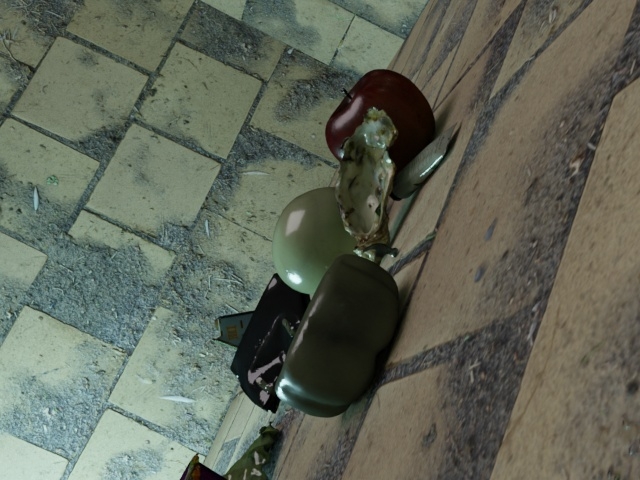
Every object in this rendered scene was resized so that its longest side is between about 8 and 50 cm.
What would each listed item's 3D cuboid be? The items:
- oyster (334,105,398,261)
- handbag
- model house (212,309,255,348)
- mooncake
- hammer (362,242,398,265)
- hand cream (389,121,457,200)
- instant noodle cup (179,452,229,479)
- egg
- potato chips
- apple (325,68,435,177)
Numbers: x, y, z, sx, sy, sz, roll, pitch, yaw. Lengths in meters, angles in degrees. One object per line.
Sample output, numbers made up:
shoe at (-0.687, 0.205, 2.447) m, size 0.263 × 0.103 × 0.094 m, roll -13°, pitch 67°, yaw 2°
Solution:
oyster at (0.110, -0.115, 1.622) m, size 0.166 × 0.094 × 0.294 m, roll 40°, pitch 123°, yaw 48°
handbag at (-0.099, 0.264, 2.046) m, size 0.288 × 0.152 × 0.342 m, roll -124°, pitch 56°, yaw -71°
model house at (-0.170, 0.304, 2.346) m, size 0.178 × 0.271 × 0.206 m, roll 141°, pitch 119°, yaw -75°
mooncake at (0.028, 0.154, 1.293) m, size 0.275 × 0.135 × 0.275 m, roll -154°, pitch 90°, yaw -89°
hammer at (0.084, 0.089, 1.516) m, size 0.017 × 0.062 × 0.182 m, roll -89°, pitch 19°, yaw -80°
hand cream at (0.197, -0.143, 1.571) m, size 0.234 × 0.050 × 0.080 m, roll -47°, pitch 16°, yaw 58°
instant noodle cup at (-0.162, 0.484, 1.255) m, size 0.251 × 0.190 × 0.251 m, roll -62°, pitch 5°, yaw 10°
egg at (0.000, 0.000, 1.854) m, size 0.269 × 0.219 × 0.219 m, roll -57°, pitch 8°, yaw 24°
potato chips at (-0.222, 0.557, 1.804) m, size 0.373 × 0.097 × 0.389 m, roll -39°, pitch -8°, yaw -23°
apple at (0.131, -0.248, 1.735) m, size 0.234 × 0.234 × 0.234 m, roll -63°, pitch 5°, yaw 10°
